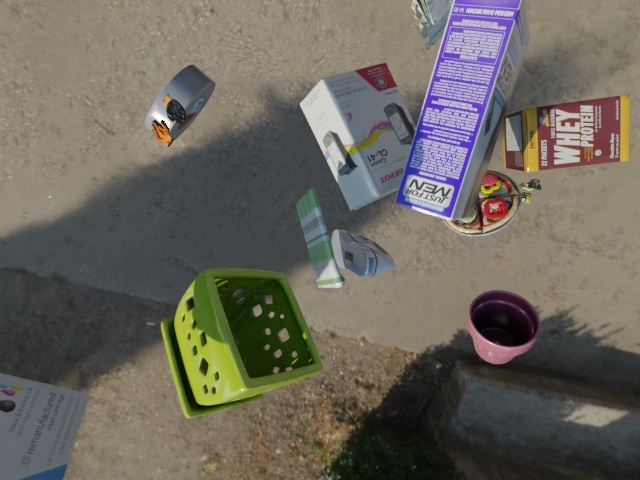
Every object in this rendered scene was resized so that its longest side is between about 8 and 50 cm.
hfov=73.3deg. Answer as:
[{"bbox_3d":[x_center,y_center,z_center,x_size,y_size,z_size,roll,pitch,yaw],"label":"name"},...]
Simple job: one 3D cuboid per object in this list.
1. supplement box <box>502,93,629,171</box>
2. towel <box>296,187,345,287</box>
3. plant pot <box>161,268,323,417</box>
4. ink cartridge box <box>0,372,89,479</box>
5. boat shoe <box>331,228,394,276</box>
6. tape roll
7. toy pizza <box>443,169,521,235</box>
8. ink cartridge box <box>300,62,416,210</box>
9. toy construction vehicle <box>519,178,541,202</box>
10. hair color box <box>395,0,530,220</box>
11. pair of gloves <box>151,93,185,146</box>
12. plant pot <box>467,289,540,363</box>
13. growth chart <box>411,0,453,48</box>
[{"bbox_3d":[0.521,-0.228,0.939,0.191,0.194,0.129,-5,101,11],"label":"supplement box"},{"bbox_3d":[0.000,0.000,0.682,0.023,0.113,0.152,-15,88,-17],"label":"towel"},{"bbox_3d":[-0.167,0.204,0.841,0.207,0.227,0.228,-38,154,27],"label":"plant pot"},{"bbox_3d":[-0.453,0.273,0.476,0.270,0.198,0.197,26,119,-27],"label":"ink cartridge box"},{"bbox_3d":[0.099,0.033,1.087,0.084,0.258,0.095,0,108,-19],"label":"boat shoe"},{"bbox_3d":[-0.387,-0.375,1.194,0.072,0.219,0.219,39,104,-12],"label":"tape roll"},{"bbox_3d":[0.407,-0.104,1.111,0.201,0.201,0.032,-33,142,9],"label":"toy pizza"},{"bbox_3d":[0.122,-0.263,1.087,0.226,0.131,0.306,-27,90,-31],"label":"ink cartridge box"},{"bbox_3d":[0.603,-0.141,1.270,0.086,0.098,0.035,-41,108,-7],"label":"toy construction vehicle"},{"bbox_3d":[0.246,-0.210,0.733,0.110,0.185,0.339,22,104,26],"label":"hair color box"},{"bbox_3d":[-0.288,-0.226,0.816,0.074,0.010,0.083,46,109,22],"label":"pair of gloves"},{"bbox_3d":[0.553,0.285,1.336,0.201,0.201,0.180,-11,138,1],"label":"plant pot"},{"bbox_3d":[0.286,-0.642,1.114,0.172,0.021,0.237,-41,123,-20],"label":"growth chart"}]
